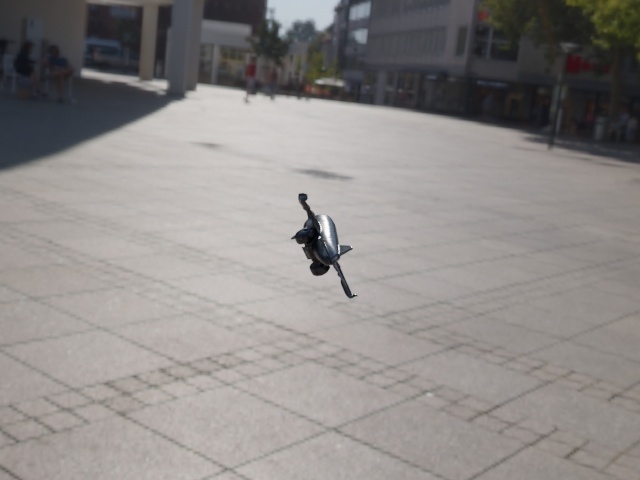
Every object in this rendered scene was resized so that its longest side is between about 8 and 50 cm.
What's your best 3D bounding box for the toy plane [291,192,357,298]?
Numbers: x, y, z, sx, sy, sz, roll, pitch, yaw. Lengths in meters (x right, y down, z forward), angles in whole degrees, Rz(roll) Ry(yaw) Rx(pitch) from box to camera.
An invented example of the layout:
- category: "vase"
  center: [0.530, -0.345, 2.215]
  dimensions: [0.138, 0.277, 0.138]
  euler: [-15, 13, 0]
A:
- category: "toy plane"
  center: [0.000, 0.000, 0.563]
  dimensions: [0.031, 0.079, 0.083]
  euler: [-27, 22, -5]
